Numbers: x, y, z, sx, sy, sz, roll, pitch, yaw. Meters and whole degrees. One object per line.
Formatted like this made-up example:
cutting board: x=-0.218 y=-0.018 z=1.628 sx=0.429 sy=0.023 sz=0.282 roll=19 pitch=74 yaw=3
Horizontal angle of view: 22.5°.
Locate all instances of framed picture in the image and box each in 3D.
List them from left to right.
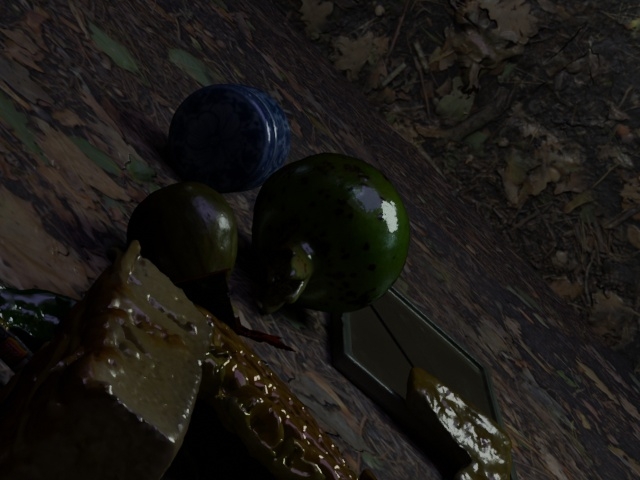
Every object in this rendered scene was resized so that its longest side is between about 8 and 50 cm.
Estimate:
framed picture: x=0.137 y=0.176 z=2.242 sx=0.326 sy=0.028 sz=0.446 roll=42 pitch=14 yaw=-12

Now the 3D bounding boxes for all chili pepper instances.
chili pepper: x=-0.197 y=0.106 z=1.407 sx=0.279 sy=0.065 sz=0.122 roll=38 pitch=29 yaw=-20

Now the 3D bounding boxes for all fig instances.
fig: x=-0.126 y=0.051 z=1.745 sx=0.124 sy=0.124 sz=0.236 roll=-69 pitch=137 yaw=-75

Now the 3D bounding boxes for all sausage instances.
sausage: x=-0.223 y=0.118 z=1.323 sx=0.198 sy=0.028 sz=0.025 roll=47 pitch=33 yaw=-21

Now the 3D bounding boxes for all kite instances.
kite: x=-0.112 y=0.080 z=1.638 sx=0.189 sy=0.009 sz=0.232 roll=18 pitch=-29 yaw=17

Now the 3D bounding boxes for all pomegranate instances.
pomegranate: x=0.000 y=0.000 z=2.026 sx=0.211 sy=0.211 sz=0.263 roll=47 pitch=36 yaw=6

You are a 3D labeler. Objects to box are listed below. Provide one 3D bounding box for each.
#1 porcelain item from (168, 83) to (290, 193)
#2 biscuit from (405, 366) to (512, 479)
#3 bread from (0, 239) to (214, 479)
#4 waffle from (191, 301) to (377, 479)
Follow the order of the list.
porcelain item: x=-0.122 y=-0.135 z=2.142 sx=0.147 sy=0.147 sz=0.114 roll=47 pitch=16 yaw=7
biscuit: x=0.173 y=0.260 z=2.002 sx=0.174 sy=0.039 sz=0.183 roll=37 pitch=31 yaw=-21
bread: x=-0.173 y=0.127 z=1.164 sx=0.114 sy=0.184 sz=0.274 roll=36 pitch=16 yaw=-11
waffle: x=-0.054 y=0.165 z=1.523 sx=0.302 sy=0.068 sz=0.325 roll=46 pitch=1 yaw=-21
